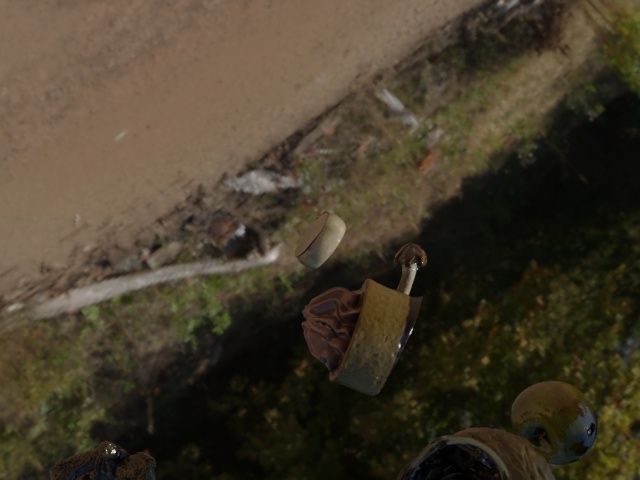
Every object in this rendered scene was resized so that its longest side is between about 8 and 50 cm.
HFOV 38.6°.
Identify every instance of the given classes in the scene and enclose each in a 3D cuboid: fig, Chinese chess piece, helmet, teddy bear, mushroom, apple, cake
[{"bbox_3d":[0.367,0.490,1.750,0.286,0.286,0.369,-32,180,-27],"label":"fig"},{"bbox_3d":[0.000,0.000,1.849,0.122,0.051,0.122,-50,-166,17],"label":"Chinese chess piece"},{"bbox_3d":[0.234,0.458,1.612,0.224,0.198,0.130,-58,159,-11],"label":"helmet"},{"bbox_3d":[-0.477,0.517,2.052,0.129,0.252,0.181,-78,160,-49],"label":"teddy bear"},{"bbox_3d":[0.146,0.093,1.737,0.187,0.060,0.061,-66,169,-3],"label":"mushroom"},{"bbox_3d":[0.529,0.407,2.068,0.157,0.196,0.196,-26,163,-44],"label":"apple"},{"bbox_3d":[0.056,0.149,1.562,0.207,0.178,0.185,-56,172,-53],"label":"cake"}]
